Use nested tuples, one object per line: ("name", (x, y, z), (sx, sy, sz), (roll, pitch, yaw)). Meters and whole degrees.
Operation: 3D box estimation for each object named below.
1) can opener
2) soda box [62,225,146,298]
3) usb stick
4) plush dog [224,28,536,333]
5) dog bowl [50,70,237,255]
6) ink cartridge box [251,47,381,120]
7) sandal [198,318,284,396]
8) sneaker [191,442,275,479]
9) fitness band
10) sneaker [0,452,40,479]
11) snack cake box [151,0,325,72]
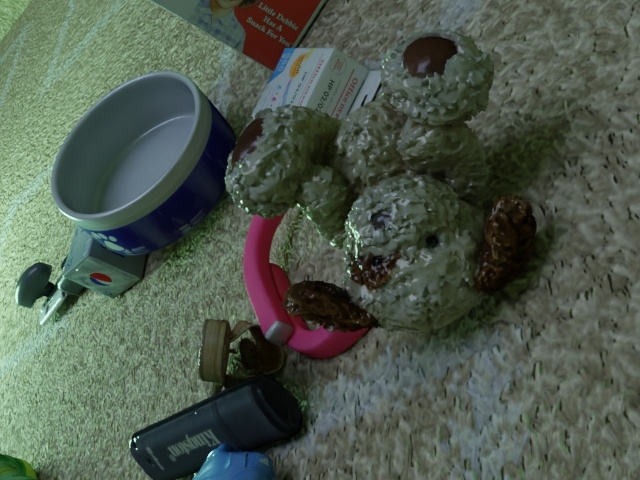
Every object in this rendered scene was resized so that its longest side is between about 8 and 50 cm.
("can opener", (-0.445, 0.047, 1.794), (0.283, 0.095, 0.076), (-47, 32, 40))
("soda box", (-0.324, -0.057, 1.682), (0.091, 0.098, 0.286), (-34, 39, 42))
("usb stick", (-0.121, 0.210, 1.138), (0.278, 0.077, 0.045), (-30, 17, 46))
("plush dog", (0.072, -0.022, 0.932), (0.262, 0.210, 0.225), (-23, 60, 20))
("dog bowl", (-0.256, -0.113, 1.516), (0.265, 0.104, 0.264), (-18, 49, 22))
("ink cartridge box", (-0.006, -0.182, 1.297), (0.181, 0.062, 0.104), (19, 83, 61))
("sandal", (-0.079, 0.129, 1.130), (0.240, 0.079, 0.088), (90, -174, -80))
("sneaker", (-0.117, 0.287, 1.076), (0.240, 0.091, 0.126), (-33, 22, 42))
("fitness band", (0.000, 0.000, 1.139), (0.209, 0.054, 0.291), (-53, 31, 17))
("sneaker", (-0.460, 0.375, 1.506), (0.295, 0.123, 0.109), (3, 69, 59))
("snack cake box", (-0.135, -0.366, 1.455), (0.152, 0.264, 0.089), (-56, 28, 12))
